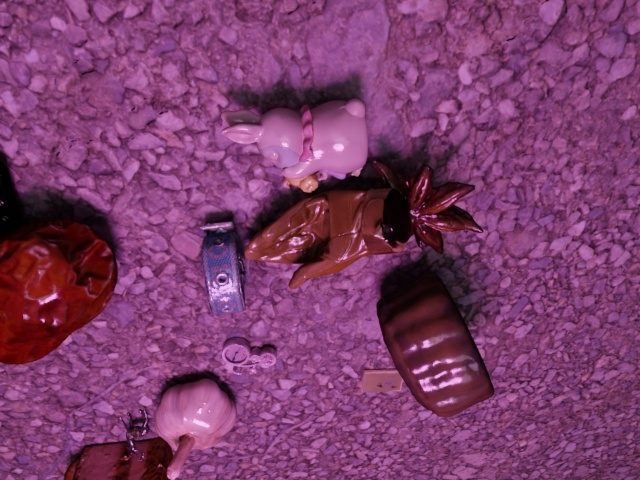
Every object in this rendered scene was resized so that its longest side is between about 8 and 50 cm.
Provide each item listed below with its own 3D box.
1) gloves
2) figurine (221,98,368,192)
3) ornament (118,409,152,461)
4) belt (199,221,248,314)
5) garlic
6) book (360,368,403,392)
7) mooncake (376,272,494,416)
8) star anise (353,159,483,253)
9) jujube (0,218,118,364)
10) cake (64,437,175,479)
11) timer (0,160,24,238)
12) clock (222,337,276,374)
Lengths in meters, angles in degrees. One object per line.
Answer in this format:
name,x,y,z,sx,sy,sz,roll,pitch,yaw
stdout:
gloves,0.007,-0.010,0.840,0.331,0.141,0.154,-12,124,30
figurine,-0.044,-0.165,0.760,0.235,0.127,0.155,-5,153,-6
ornament,-0.460,0.495,1.113,0.073,0.028,0.125,-13,88,-1
belt,-0.184,0.065,0.867,0.082,0.148,0.163,-8,143,-7
garlic,-0.300,0.450,1.031,0.199,0.226,0.199,-1,118,-2
book,0.166,0.374,1.173,0.111,0.014,0.077,0,121,-8
mooncake,0.238,0.221,0.935,0.161,0.290,0.290,-27,121,11
star anise,0.183,-0.075,0.854,0.271,0.103,0.272,13,143,10
jujube,-0.525,0.110,0.816,0.216,0.216,0.342,35,124,-25
cake,-0.535,0.654,1.137,0.293,0.199,0.196,-1,123,-7
timer,-0.614,-0.068,0.777,0.144,0.055,0.187,4,124,-8
clock,-0.171,0.279,1.053,0.129,0.041,0.087,12,114,-9
